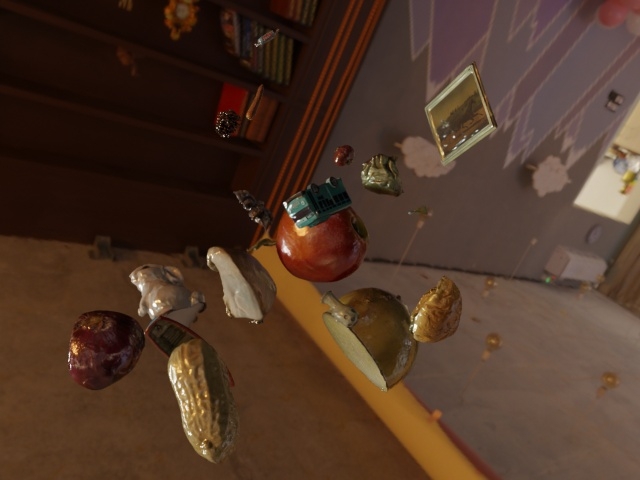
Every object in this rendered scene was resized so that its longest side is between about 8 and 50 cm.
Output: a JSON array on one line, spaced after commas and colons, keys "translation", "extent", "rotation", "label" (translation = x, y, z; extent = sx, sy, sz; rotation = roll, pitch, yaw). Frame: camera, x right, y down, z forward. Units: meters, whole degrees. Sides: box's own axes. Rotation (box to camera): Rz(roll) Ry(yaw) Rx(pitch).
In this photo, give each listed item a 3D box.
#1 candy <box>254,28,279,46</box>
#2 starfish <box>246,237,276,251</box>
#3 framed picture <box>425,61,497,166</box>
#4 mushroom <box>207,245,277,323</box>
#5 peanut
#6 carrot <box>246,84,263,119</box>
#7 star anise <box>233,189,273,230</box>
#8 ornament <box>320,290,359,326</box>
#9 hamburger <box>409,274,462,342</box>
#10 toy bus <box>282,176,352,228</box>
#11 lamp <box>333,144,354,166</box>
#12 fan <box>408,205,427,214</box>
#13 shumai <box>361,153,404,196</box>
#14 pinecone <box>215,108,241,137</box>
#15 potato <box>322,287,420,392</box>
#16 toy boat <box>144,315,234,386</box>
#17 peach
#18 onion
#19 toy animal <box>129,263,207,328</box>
[{"translation": [-0.149, -0.567, 1.577], "extent": [0.020, 0.083, 0.030], "rotation": [58, 178, -10], "label": "candy"}, {"translation": [-0.234, 0.014, 2.534], "extent": [0.216, 0.050, 0.223], "rotation": [-6, -171, 26], "label": "starfish"}, {"translation": [0.379, -0.343, 1.568], "extent": [0.014, 0.197, 0.252], "rotation": [-9, 167, -24], "label": "framed picture"}, {"translation": [-0.364, 0.149, 2.669], "extent": [0.224, 0.397, 0.314], "rotation": [-8, -150, 25], "label": "mushroom"}, {"translation": [-0.290, 0.407, 1.436], "extent": [0.152, 0.152, 0.313], "rotation": [1, -121, -50], "label": "peanut"}, {"translation": [-0.276, -0.599, 2.435], "extent": [0.037, 0.190, 0.037], "rotation": [16, 155, 7], "label": "carrot"}, {"translation": [-0.284, -0.144, 2.390], "extent": [0.230, 0.081, 0.262], "rotation": [38, -174, -27], "label": "star anise"}, {"translation": [0.073, 0.255, 2.063], "extent": [0.156, 0.081, 0.075], "rotation": [41, -178, 27], "label": "ornament"}, {"translation": [0.387, 0.234, 1.850], "extent": [0.155, 0.208, 0.135], "rotation": [-23, -125, -36], "label": "hamburger"}, {"translation": [-0.005, -0.088, 1.342], "extent": [0.160, 0.079, 0.092], "rotation": [-25, -94, -49], "label": "toy bus"}, {"translation": [0.101, -0.363, 2.424], "extent": [0.090, 0.101, 0.101], "rotation": [46, -156, 16], "label": "lamp"}, {"translation": [0.387, -0.114, 2.247], "extent": [0.193, 0.016, 0.038], "rotation": [176, 70, -82], "label": "fan"}, {"translation": [0.242, -0.248, 2.112], "extent": [0.184, 0.142, 0.184], "rotation": [18, 177, 1], "label": "shumai"}, {"translation": [-0.367, -0.460, 2.208], "extent": [0.102, 0.109, 0.102], "rotation": [41, 175, 4], "label": "pinecone"}, {"translation": [0.259, 0.405, 2.493], "extent": [0.442, 0.319, 0.385], "rotation": [59, 164, -12], "label": "potato"}, {"translation": [-0.468, 0.414, 2.080], "extent": [0.392, 0.136, 0.079], "rotation": [43, 179, -21], "label": "toy boat"}, {"translation": [0.000, 0.002, 2.222], "extent": [0.372, 0.373, 0.290], "rotation": [18, -134, -17], "label": "peach"}, {"translation": [-0.659, 0.344, 1.755], "extent": [0.207, 0.216, 0.206], "rotation": [-9, -152, -4], "label": "onion"}, {"translation": [-0.631, 0.216, 2.305], "extent": [0.257, 0.194, 0.357], "rotation": [-24, -131, -15], "label": "toy animal"}]
